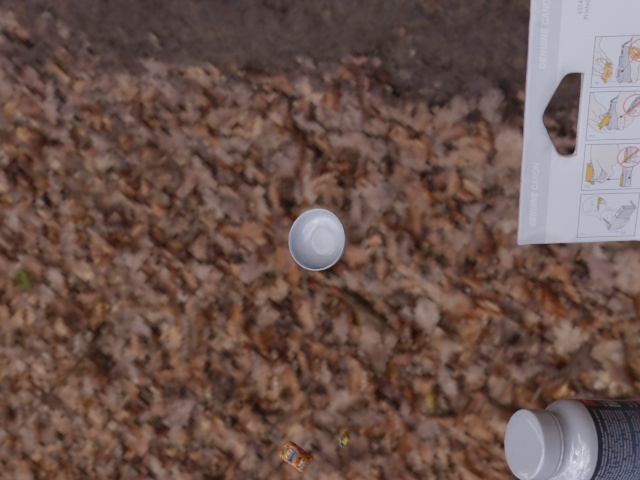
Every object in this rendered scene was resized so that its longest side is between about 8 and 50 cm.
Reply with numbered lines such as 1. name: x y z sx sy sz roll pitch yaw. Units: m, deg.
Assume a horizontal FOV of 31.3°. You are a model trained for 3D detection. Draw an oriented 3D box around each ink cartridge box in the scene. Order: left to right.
1. ink cartridge box: 0.318 -0.130 1.059 0.261 0.066 0.296 1 125 6

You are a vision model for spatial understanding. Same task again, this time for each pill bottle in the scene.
1. pill bottle: 0.312 0.238 1.330 0.180 0.108 0.108 5 166 -24

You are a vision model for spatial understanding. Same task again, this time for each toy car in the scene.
1. toy car: -0.009 0.357 1.984 0.060 0.122 0.040 55 178 -10

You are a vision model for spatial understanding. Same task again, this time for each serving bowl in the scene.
1. serving bowl: 0.000 0.000 1.536 0.083 0.083 0.027 25 -176 25
